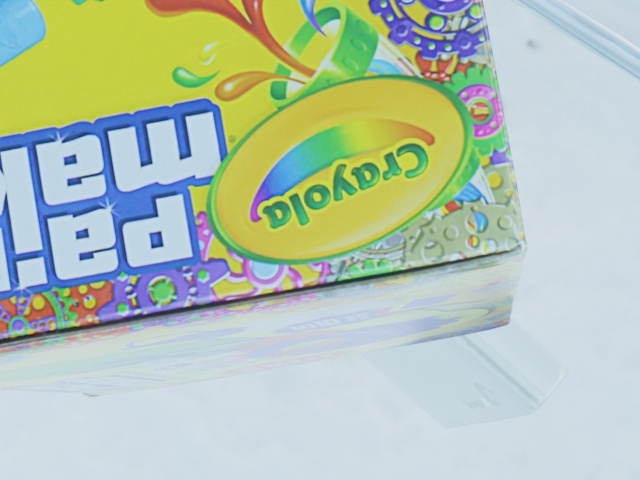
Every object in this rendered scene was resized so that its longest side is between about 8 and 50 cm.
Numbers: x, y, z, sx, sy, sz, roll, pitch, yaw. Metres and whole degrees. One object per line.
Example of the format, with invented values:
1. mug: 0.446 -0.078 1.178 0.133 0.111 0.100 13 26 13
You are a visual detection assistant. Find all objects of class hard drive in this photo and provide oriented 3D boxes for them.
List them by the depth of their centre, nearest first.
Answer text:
1. hard drive: 0.000 0.000 0.988 0.307 0.203 0.040 42 76 -2

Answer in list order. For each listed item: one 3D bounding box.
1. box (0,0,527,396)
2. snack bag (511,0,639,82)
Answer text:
1. box: -0.048 -0.100 0.495 0.177 0.290 0.279 -10 84 5
2. snack bag: 0.247 -0.173 1.018 0.323 0.342 0.037 38 133 26
